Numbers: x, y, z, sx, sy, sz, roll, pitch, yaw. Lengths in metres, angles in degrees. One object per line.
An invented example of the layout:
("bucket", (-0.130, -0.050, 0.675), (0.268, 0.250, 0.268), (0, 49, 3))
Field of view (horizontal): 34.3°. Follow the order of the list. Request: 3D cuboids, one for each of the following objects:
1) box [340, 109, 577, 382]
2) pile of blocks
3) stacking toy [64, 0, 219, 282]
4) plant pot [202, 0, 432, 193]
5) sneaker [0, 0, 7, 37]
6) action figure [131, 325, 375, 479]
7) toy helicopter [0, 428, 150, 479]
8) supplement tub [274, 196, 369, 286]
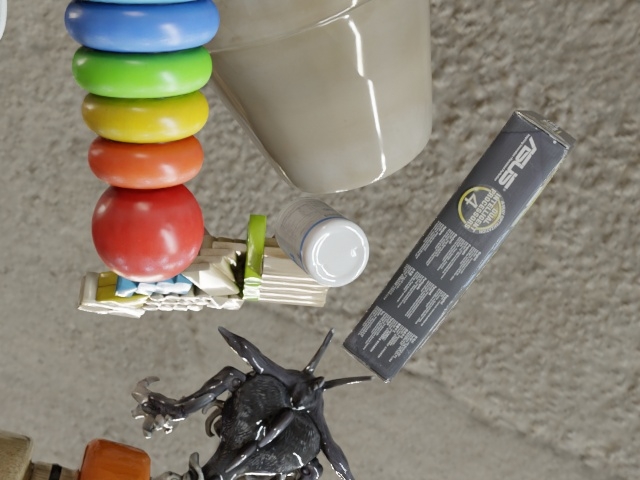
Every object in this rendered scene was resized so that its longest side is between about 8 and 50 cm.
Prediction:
("box", (0.208, -0.005, 1.480), (0.097, 0.318, 0.395), (38, 104, 11))
("pile of blocks", (-0.151, 0.017, 1.310), (0.362, 0.112, 0.149), (-5, 156, 17))
("stacking toy", (-0.130, -0.125, 0.791), (0.141, 0.141, 0.330), (12, 113, 31))
("plant pot", (-0.004, -0.218, 1.173), (0.323, 0.323, 0.280), (5, 129, 38))
("sneaker", (-0.386, -0.308, 1.069), (0.296, 0.104, 0.147), (59, 178, 9))
("action figure", (-0.089, 0.174, 0.805), (0.164, 0.276, 0.141), (52, 166, -10))
("toy helicopter", (-0.184, 0.247, 0.421), (0.140, 0.355, 0.235), (18, -169, -13))
("supplement tub", (0.000, 0.000, 1.059), (0.071, 0.071, 0.107), (54, 174, -23))
